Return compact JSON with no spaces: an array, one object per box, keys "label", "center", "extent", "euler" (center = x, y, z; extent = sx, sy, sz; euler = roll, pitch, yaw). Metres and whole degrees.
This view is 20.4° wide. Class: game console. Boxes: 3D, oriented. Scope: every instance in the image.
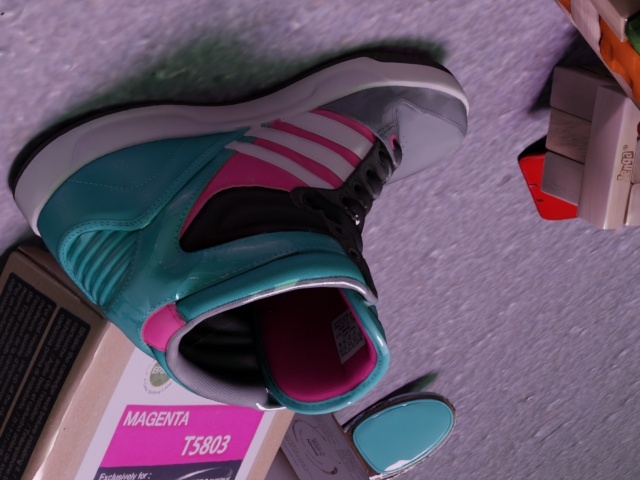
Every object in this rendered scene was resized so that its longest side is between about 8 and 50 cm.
[{"label":"game console","center":[0.219,-0.075,1.321],"extent":[0.124,0.085,0.144],"euler":[-63,160,-9]}]

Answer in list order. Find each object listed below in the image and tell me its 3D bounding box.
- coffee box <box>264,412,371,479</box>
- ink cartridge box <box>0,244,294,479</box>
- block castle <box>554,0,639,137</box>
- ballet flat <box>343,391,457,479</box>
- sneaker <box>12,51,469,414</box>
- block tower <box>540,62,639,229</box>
[{"label":"coffee box","center":[-0.073,0.206,1.393],"extent":[0.141,0.098,0.246],"euler":[-41,156,18]},{"label":"ink cartridge box","center":[-0.118,0.113,1.079],"extent":[0.234,0.088,0.193],"euler":[7,112,-56]},{"label":"block castle","center":[0.277,-0.200,0.888],"extent":[0.303,0.213,0.453],"euler":[-31,158,-4]},{"label":"ballet flat","center":[0.033,0.190,1.568],"extent":[0.188,0.070,0.070],"euler":[-30,157,-2]},{"label":"sneaker","center":[0.000,0.000,0.970],"extent":[0.295,0.178,0.124],"euler":[-16,152,-35]},{"label":"block tower","center":[0.302,-0.074,1.224],"extent":[0.335,0.097,0.091],"euler":[-5,109,-32]}]
